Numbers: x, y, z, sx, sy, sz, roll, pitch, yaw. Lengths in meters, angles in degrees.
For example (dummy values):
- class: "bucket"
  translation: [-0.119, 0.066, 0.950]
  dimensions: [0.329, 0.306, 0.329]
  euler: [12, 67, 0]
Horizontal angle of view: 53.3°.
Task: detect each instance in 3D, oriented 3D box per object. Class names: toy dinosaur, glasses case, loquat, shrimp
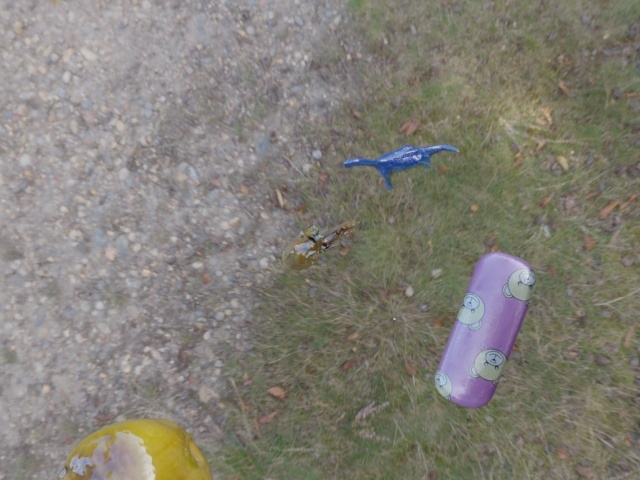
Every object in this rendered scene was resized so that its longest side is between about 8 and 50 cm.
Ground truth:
- class: "toy dinosaur"
  translation: [0.190, -0.196, 1.485]
  dimensions: [0.248, 0.188, 0.075]
  euler: [-19, 72, 16]
- class: "glasses case"
  translation: [0.327, 0.178, 1.268]
  dimensions: [0.123, 0.076, 0.316]
  euler: [21, 95, 14]
- class: "loquat"
  translation: [-0.157, 0.213, 0.533]
  dimensions: [0.137, 0.137, 0.113]
  euler: [-28, 42, 3]
- class: "shrimp"
  translation: [-0.003, -0.003, 0.969]
  dimensions: [0.132, 0.187, 0.051]
  euler: [-38, 91, -3]
